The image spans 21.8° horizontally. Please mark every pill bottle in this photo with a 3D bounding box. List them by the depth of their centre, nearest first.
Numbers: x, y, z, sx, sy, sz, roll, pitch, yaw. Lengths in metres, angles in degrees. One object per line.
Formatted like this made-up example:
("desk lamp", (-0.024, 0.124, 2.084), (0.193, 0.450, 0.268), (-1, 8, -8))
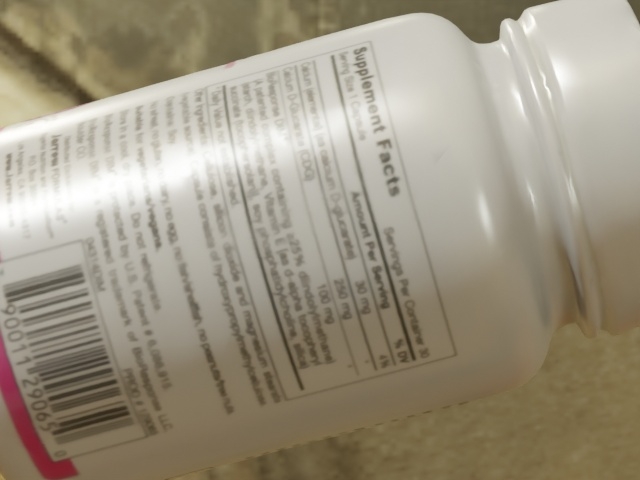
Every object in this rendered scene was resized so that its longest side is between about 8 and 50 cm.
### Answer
("pill bottle", (0.000, 0.000, 0.677), (0.160, 0.283, 0.160), (-15, -90, -86))
